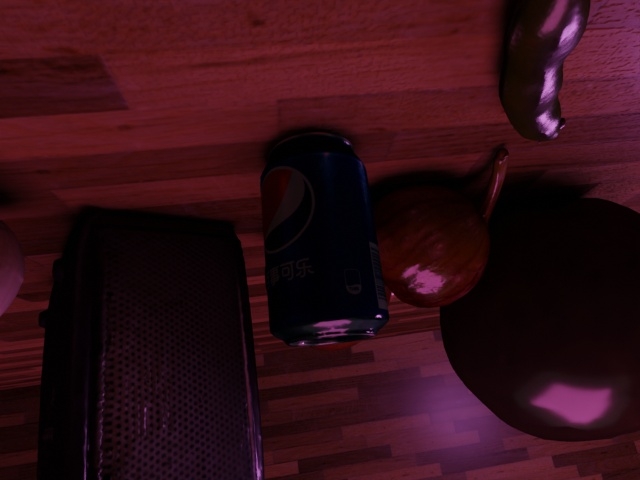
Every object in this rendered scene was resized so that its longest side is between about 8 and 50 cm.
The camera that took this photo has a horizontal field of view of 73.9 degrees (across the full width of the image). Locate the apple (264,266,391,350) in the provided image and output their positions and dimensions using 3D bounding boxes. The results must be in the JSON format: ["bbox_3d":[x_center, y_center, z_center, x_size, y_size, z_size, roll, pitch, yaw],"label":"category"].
[{"bbox_3d":[0.019,0.066,0.662,0.162,0.201,0.201,-32,152,22],"label":"apple"}]

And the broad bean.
[{"bbox_3d":[0.183,-0.139,0.358,0.065,0.046,0.255,-23,158,19],"label":"broad bean"}]

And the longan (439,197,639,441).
[{"bbox_3d":[0.384,0.115,0.670,0.405,0.403,0.336,-3,172,-14],"label":"longan"}]

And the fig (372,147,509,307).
[{"bbox_3d":[0.167,-0.008,0.576,0.207,0.175,0.175,-31,158,4],"label":"fig"}]

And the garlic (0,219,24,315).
[{"bbox_3d":[-0.394,0.020,0.337,0.185,0.203,0.281,-37,154,21],"label":"garlic"}]

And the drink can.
[{"bbox_3d":[0.000,0.000,0.435,0.118,0.204,0.118,-5,161,-2],"label":"drink can"}]

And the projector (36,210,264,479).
[{"bbox_3d":[-0.275,0.217,0.624,0.242,0.404,0.395,6,156,-36],"label":"projector"}]

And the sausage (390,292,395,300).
[{"bbox_3d":[0.042,0.132,0.999,0.289,0.086,0.086,-14,160,18],"label":"sausage"}]
